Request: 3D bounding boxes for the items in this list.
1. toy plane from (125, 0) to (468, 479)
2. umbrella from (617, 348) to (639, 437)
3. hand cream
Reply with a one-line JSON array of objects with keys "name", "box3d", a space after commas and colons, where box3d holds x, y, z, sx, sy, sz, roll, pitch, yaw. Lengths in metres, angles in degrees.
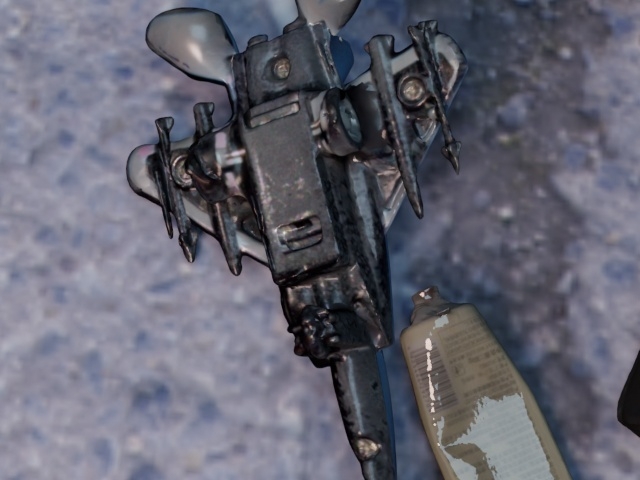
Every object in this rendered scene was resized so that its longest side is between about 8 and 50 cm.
[{"name": "toy plane", "box3d": [-0.003, -0.001, 0.823, 0.169, 0.078, 0.246, -18, 67, 21]}, {"name": "umbrella", "box3d": [0.207, 0.011, 0.824, 0.122, 0.110, 0.272, 13, 72, 2]}, {"name": "hand cream", "box3d": [0.078, 0.096, 0.822, 0.057, 0.037, 0.165, -21, 77, -11]}]
